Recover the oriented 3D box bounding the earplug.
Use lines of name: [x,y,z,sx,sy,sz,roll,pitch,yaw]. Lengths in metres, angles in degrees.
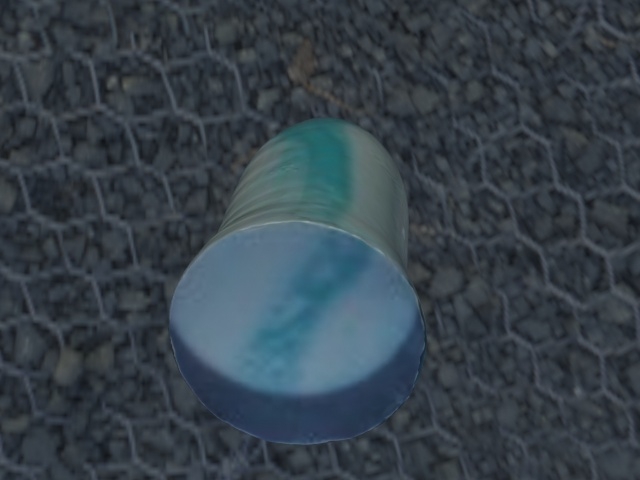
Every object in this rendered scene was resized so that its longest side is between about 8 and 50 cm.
earplug: [0.000,0.000,1.403,0.185,0.324,0.185,3,116,6]
